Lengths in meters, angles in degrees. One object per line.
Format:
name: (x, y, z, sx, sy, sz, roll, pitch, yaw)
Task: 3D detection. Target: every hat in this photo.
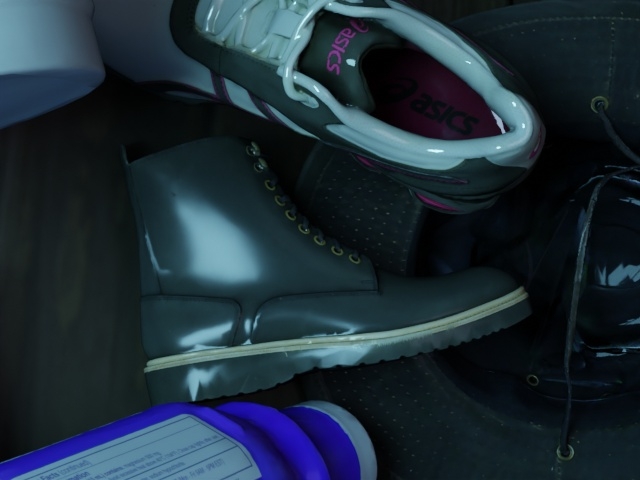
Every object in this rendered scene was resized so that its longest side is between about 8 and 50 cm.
hat: (0.145, 0.010, 0.775, 0.134, 0.331, 0.331, -72, 141, -79)

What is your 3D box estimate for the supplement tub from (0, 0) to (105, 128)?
supplement tub: (-0.209, -0.184, 0.465, 0.228, 0.228, 0.316, -17, 93, -43)

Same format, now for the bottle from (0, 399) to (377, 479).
bottle: (-0.069, 0.133, 0.585, 0.283, 0.092, 0.118, -12, 123, -59)

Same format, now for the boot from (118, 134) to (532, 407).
boot: (0.000, 0.000, 0.677, 0.198, 0.077, 0.137, -10, 83, -13)

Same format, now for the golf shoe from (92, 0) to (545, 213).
golf shoe: (-0.016, -0.103, 0.634, 0.273, 0.120, 0.105, 22, 89, -1)
